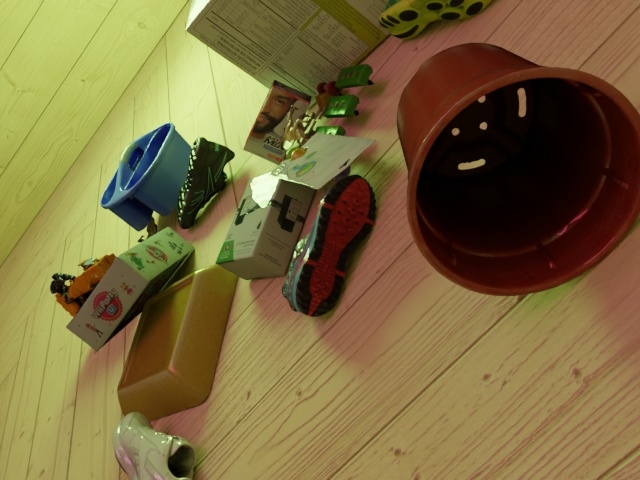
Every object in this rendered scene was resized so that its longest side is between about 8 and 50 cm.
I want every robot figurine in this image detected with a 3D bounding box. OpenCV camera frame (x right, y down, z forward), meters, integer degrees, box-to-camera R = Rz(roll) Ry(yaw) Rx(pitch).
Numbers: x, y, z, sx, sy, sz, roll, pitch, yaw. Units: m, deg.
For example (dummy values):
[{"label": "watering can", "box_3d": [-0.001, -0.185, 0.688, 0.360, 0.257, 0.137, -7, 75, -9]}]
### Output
[{"label": "robot figurine", "box_3d": [-0.630, 0.145, 2.050, 0.291, 0.211, 0.085, -24, 22, 41]}]

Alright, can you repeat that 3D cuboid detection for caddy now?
[{"label": "caddy", "box_3d": [-0.495, -0.194, 2.096, 0.241, 0.179, 0.341, -26, 33, 31]}]

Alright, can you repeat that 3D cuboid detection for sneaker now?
[{"label": "sneaker", "box_3d": [-0.300, -0.134, 1.889, 0.101, 0.106, 0.267, -110, 36, -49]}, {"label": "sneaker", "box_3d": [0.215, -0.471, 1.375, 0.295, 0.109, 0.123, 1, 68, 58]}, {"label": "sneaker", "box_3d": [-0.300, 0.412, 1.387, 0.152, 0.114, 0.305, -44, 34, 0]}, {"label": "sneaker", "box_3d": [0.000, 0.000, 1.280, 0.125, 0.104, 0.262, 5, 66, 62]}]

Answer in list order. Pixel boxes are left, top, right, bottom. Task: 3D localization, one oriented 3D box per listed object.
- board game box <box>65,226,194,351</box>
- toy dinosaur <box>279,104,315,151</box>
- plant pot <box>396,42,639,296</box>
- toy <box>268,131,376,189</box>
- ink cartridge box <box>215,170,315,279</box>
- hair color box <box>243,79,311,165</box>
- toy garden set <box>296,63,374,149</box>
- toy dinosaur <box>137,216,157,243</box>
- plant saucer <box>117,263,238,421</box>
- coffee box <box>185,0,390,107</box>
[{"label": "board game box", "box_3d": [-0.445, 0.106, 1.754, 0.224, 0.097, 0.303, -50, 1, 17]}, {"label": "toy dinosaur", "box_3d": [-0.059, -0.232, 1.552, 0.183, 0.053, 0.093, 14, 81, 64]}, {"label": "plant pot", "box_3d": [0.215, -0.116, 0.914, 0.272, 0.272, 0.265, -48, 23, 19]}, {"label": "toy", "box_3d": [0.006, -0.136, 1.353, 0.137, 0.056, 0.237, -42, 28, -12]}, {"label": "ink cartridge box", "box_3d": [-0.110, -0.033, 1.498, 0.153, 0.087, 0.208, -12, 53, 53]}, {"label": "hair color box", "box_3d": [-0.097, -0.260, 1.635, 0.053, 0.093, 0.167, -86, 22, -59]}, {"label": "toy garden set", "box_3d": [0.019, -0.238, 1.528, 0.204, 0.049, 0.244, 17, 83, 65]}, {"label": "toy dinosaur", "box_3d": [-0.528, 0.060, 2.085, 0.268, 0.064, 0.118, -57, 12, -2]}, {"label": "plant saucer", "box_3d": [-0.329, 0.216, 1.617, 0.332, 0.081, 0.333, -27, 42, 43]}, {"label": "coffee box", "box_3d": [-0.058, -0.569, 1.656, 0.334, 0.338, 0.338, -38, 35, 35]}]
